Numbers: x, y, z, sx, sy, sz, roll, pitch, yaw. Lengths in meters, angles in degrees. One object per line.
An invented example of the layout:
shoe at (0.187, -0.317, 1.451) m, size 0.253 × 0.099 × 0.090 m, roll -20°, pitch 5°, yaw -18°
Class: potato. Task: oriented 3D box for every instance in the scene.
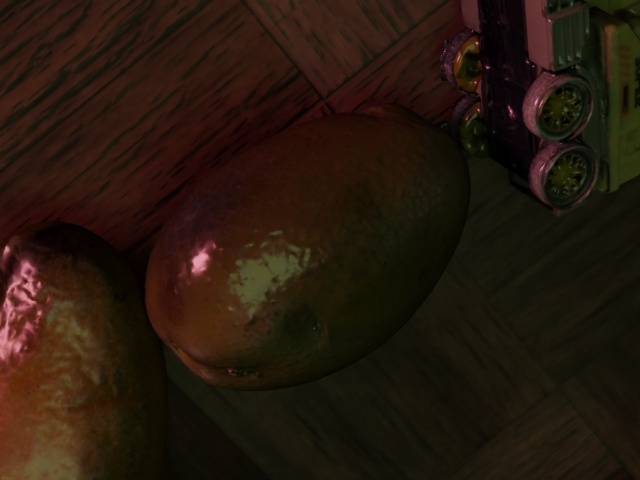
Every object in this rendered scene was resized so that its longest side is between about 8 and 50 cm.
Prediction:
potato at (0.000, 0.000, 1.147) m, size 0.251 × 0.159 × 0.174 m, roll -39°, pitch 166°, yaw -16°

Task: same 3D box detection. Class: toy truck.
toy truck at (0.173, -0.158, 1.139) m, size 0.157 × 0.124 × 0.272 m, roll -23°, pitch 124°, yaw -22°

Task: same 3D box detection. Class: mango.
mango at (-0.204, 0.154, 1.171) m, size 0.176 × 0.175 × 0.329 m, roll 26°, pitch 86°, yaw -50°
